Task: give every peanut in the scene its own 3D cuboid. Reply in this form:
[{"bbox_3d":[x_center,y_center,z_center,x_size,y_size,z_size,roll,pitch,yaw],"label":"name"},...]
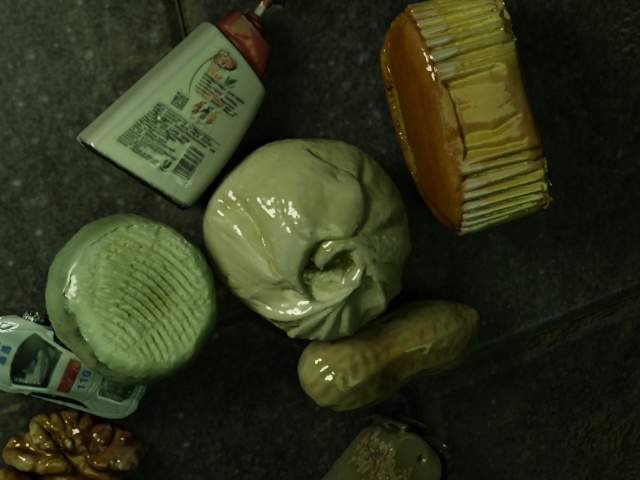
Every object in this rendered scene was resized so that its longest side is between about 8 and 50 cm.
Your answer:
[{"bbox_3d":[0.095,0.150,1.394,0.275,0.111,0.125,-16,142,-24],"label":"peanut"}]

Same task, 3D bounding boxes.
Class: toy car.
[{"bbox_3d":[-0.295,0.148,1.240,0.205,0.056,0.095,21,97,-31],"label":"toy car"}]

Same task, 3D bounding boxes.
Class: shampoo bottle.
[{"bbox_3d":[-0.130,-0.184,1.208,0.153,0.071,0.284,36,86,-27],"label":"shampoo bottle"}]

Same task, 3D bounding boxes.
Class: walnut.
[{"bbox_3d":[-0.293,0.275,1.274,0.170,0.069,0.143,9,103,-25],"label":"walnut"}]

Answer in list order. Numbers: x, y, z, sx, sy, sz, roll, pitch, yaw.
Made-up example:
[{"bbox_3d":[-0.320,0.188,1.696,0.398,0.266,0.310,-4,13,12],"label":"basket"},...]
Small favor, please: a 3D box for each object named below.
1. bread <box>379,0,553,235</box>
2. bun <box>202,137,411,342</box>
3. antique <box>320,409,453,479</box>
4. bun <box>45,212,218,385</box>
[{"bbox_3d":[0.168,-0.154,1.301,0.156,0.204,0.288,-16,110,-2],"label":"bread"},{"bbox_3d":[0.000,0.000,1.277,0.259,0.160,0.259,-7,106,-25],"label":"bun"},{"bbox_3d":[0.063,0.368,1.444,0.125,0.150,0.284,41,78,-29],"label":"antique"},{"bbox_3d":[-0.217,0.066,1.209,0.195,0.118,0.195,2,85,-31],"label":"bun"}]
